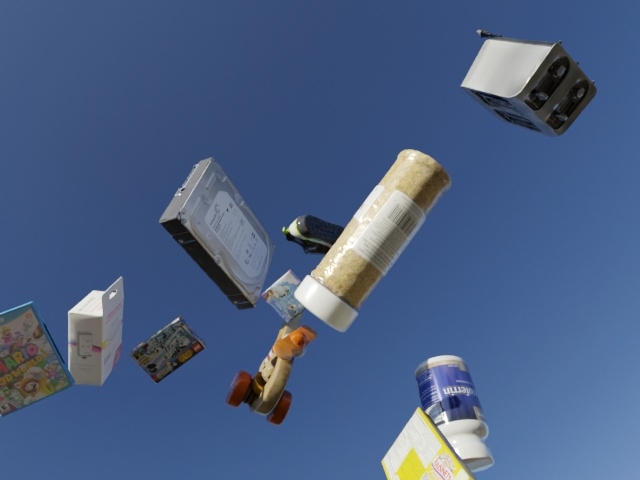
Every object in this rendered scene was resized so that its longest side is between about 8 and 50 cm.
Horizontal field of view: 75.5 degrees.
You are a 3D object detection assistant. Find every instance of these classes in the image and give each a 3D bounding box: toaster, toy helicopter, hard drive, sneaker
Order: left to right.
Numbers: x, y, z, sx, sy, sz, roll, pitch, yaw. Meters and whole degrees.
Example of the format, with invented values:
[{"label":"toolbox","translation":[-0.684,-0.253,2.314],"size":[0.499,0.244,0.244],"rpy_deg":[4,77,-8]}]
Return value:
[{"label":"hard drive","translation":[-0.242,-0.013,1.072],"size":[0.064,0.237,0.339],"rpy_deg":[-13,-50,24]},{"label":"toy helicopter","translation":[-0.088,0.252,1.018],"size":[0.140,0.355,0.235],"rpy_deg":[28,-48,-8]},{"label":"sneaker","translation":[0.000,0.000,1.116],"size":[0.234,0.084,0.097],"rpy_deg":[29,-44,-35]},{"label":"toaster","translation":[0.374,-0.290,0.767],"size":[0.168,0.186,0.110],"rpy_deg":[21,-73,-35]}]

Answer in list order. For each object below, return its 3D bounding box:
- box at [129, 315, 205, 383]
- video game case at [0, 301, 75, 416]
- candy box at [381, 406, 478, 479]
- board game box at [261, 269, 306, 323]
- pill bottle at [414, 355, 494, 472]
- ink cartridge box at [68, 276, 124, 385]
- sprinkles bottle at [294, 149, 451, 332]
[{"label":"box","translation":[-0.347,0.249,0.944],"size":[0.137,0.027,0.094],"rpy_deg":[-36,-75,-3]},{"label":"video game case","translation":[-0.520,0.203,0.709],"size":[0.119,0.015,0.166],"rpy_deg":[-22,-78,-15]},{"label":"candy box","translation":[0.137,0.310,0.552],"size":[0.027,0.206,0.105],"rpy_deg":[38,-92,0]},{"label":"board game box","translation":[-0.071,0.127,0.935],"size":[0.090,0.020,0.090],"rpy_deg":[-41,-82,13]},{"label":"pill bottle","translation":[0.351,0.457,1.096],"size":[0.153,0.265,0.153],"rpy_deg":[-3,-45,-3]},{"label":"ink cartridge box","translation":[-0.462,0.180,0.854],"size":[0.067,0.115,0.198],"rpy_deg":[7,-76,-8]},{"label":"sprinkles bottle","translation":[0.102,-0.001,0.787],"size":[0.121,0.121,0.355],"rpy_deg":[39,-95,-22]}]
